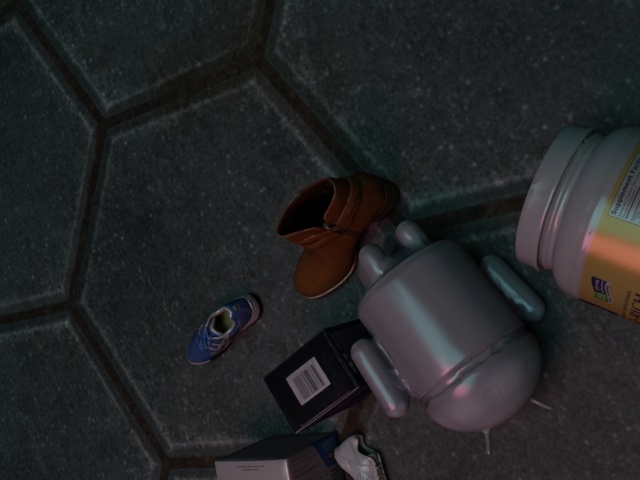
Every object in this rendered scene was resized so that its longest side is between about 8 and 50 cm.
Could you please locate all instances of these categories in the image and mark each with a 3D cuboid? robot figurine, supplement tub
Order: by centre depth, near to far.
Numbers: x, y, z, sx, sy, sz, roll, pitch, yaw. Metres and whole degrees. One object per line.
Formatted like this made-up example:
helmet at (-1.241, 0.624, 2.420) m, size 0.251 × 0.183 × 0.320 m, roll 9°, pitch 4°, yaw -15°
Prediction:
supplement tub at (0.445, -0.005, 0.875) m, size 0.331 × 0.241 × 0.241 m, roll 24°, pitch 104°, yaw 29°
robot figurine at (0.196, 0.140, 1.060) m, size 0.299 × 0.200 × 0.354 m, roll -33°, pitch 71°, yaw -6°

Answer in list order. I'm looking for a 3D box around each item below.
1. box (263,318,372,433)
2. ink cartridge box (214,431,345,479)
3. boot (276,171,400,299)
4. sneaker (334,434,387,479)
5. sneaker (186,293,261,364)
box at (0.034, 0.216, 1.161) m, size 0.153 × 0.207 × 0.108 m, roll -43°, pitch 71°, yaw 27°
ink cartridge box at (-0.058, 0.487, 1.251) m, size 0.168 × 0.171 × 0.233 m, roll -13°, pitch 85°, yaw 32°
boot at (0.000, 0.000, 1.165) m, size 0.283 × 0.220 × 0.109 m, roll -45°, pitch 70°, yaw 25°
sneaker at (0.088, 0.412, 1.226) m, size 0.152 × 0.053 × 0.061 m, roll 48°, pitch 112°, yaw 22°
sneaker at (-0.212, 0.179, 1.388) m, size 0.211 × 0.081 × 0.080 m, roll -46°, pitch 71°, yaw 26°
